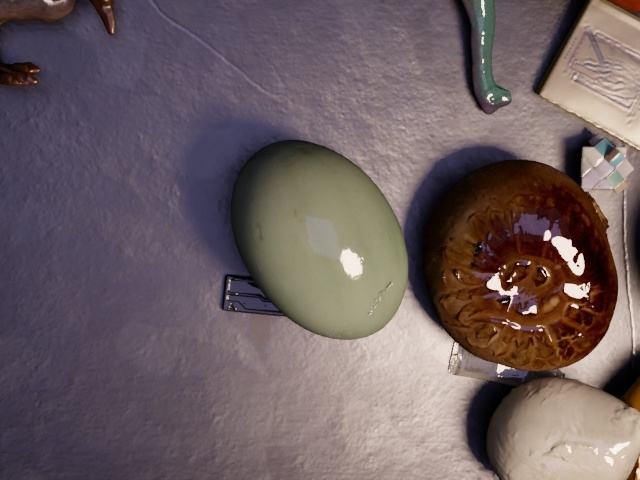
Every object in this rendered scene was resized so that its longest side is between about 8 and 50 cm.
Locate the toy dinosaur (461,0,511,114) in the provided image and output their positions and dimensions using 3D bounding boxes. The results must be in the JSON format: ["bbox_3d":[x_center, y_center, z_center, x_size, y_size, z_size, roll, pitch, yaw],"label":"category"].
[{"bbox_3d":[0.108,-0.363,1.542,0.384,0.129,0.330,11,102,-7],"label":"toy dinosaur"}]

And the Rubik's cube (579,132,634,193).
[{"bbox_3d":[0.398,-0.105,1.600,0.073,0.075,0.084,5,111,12],"label":"Rubik's cube"}]

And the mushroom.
[{"bbox_3d":[0.280,0.036,1.553,0.278,0.163,0.297,-29,102,-3],"label":"mushroom"}]

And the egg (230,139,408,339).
[{"bbox_3d":[0.000,0.000,1.495,0.203,0.203,0.282,-33,94,-4],"label":"egg"}]

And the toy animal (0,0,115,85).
[{"bbox_3d":[-0.411,-0.295,1.462,0.298,0.122,0.185,4,105,-1],"label":"toy animal"}]

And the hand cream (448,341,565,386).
[{"bbox_3d":[0.266,0.178,1.637,0.165,0.037,0.057,12,94,-1],"label":"hand cream"}]

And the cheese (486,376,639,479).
[{"bbox_3d":[0.326,0.275,1.577,0.189,0.154,0.198,17,131,-2],"label":"cheese"}]

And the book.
[{"bbox_3d":[0.437,-0.218,1.602,0.231,0.026,0.161,27,101,-5],"label":"book"}]

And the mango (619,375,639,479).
[{"bbox_3d":[0.478,0.275,1.619,0.154,0.126,0.252,20,85,-19],"label":"mango"}]

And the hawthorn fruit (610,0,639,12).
[{"bbox_3d":[0.455,-0.437,1.502,0.330,0.287,0.287,11,94,-50],"label":"hawthorn fruit"}]

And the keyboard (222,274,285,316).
[{"bbox_3d":[-0.057,0.079,1.592,0.155,0.010,0.053,6,93,-8],"label":"keyboard"}]
